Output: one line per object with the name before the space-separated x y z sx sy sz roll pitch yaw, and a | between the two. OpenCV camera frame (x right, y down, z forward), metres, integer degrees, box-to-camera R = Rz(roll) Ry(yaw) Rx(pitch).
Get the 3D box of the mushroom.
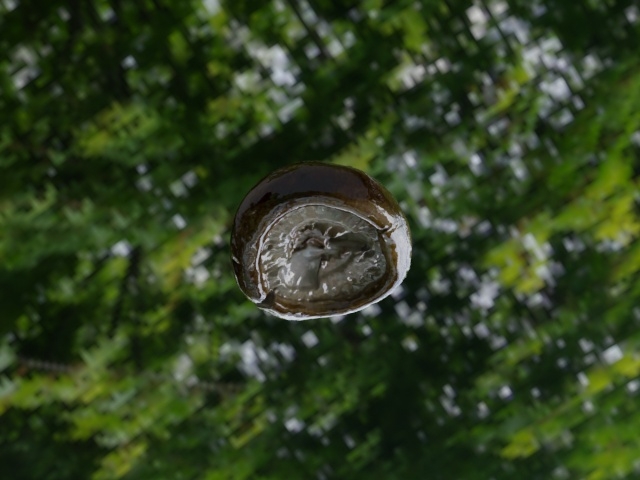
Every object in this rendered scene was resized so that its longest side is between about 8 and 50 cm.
mushroom | 0.000 0.000 1.140 0.123 0.123 0.052 -25 -140 20
